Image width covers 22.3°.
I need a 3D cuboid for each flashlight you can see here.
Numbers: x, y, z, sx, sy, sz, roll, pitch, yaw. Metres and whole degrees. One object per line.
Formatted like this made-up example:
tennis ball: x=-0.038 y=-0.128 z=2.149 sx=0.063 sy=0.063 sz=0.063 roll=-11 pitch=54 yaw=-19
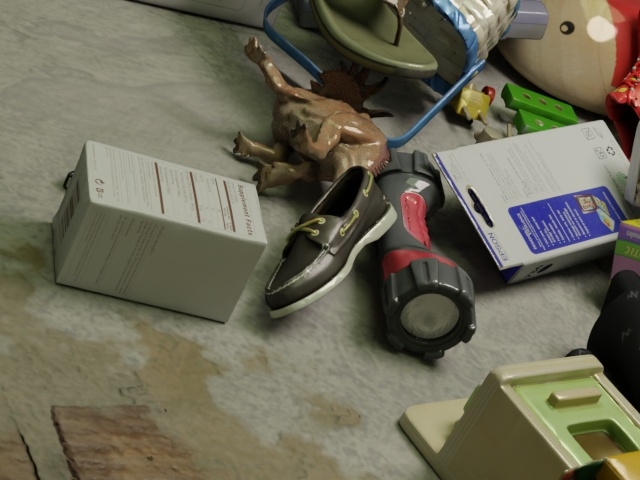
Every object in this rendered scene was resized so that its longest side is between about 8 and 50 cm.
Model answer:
flashlight: x=0.108 y=0.003 z=1.773 sx=0.103 sy=0.103 sz=0.304 roll=45 pitch=22 yaw=-24

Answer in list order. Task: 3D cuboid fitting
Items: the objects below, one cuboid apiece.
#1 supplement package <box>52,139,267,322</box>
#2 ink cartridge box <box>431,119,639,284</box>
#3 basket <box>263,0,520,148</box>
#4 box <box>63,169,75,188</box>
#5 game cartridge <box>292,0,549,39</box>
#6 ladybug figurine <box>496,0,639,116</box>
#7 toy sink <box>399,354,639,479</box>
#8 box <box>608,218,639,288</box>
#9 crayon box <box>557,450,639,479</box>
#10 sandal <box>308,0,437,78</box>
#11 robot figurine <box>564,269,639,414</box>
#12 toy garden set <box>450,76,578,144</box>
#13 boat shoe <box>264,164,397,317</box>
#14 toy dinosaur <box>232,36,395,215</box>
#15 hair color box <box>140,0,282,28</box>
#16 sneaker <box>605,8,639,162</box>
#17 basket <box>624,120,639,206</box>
supplement package: x=-0.156 y=-0.008 z=1.566 sx=0.179 sy=0.105 sz=0.105 roll=15 pitch=32 yaw=-22
ink cartridge box: x=0.264 y=-0.046 z=1.947 sx=0.333 sy=0.065 sz=0.165 roll=-11 pitch=67 yaw=-43
basket: x=0.107 y=-0.279 z=2.082 sx=0.289 sy=0.201 sz=0.255 roll=-37 pitch=76 yaw=-21
box: x=-0.212 y=-0.049 z=1.670 sx=0.083 sy=0.018 sz=0.067 roll=36 pitch=31 yaw=14
game cartridge: x=0.129 y=-0.368 z=2.311 sx=0.355 sy=0.068 sz=0.230 roll=1 pitch=32 yaw=-13
ladybug figurine: x=0.467 y=-0.306 z=2.471 sx=0.449 sy=0.162 sz=0.305 roll=0 pitch=40 yaw=-39
toy sink: x=0.213 y=0.194 z=1.528 sx=0.153 sy=0.131 sz=0.234 roll=-1 pitch=40 yaw=-41
box: x=0.499 y=0.047 z=1.922 sx=0.243 sy=0.117 sz=0.213 roll=-8 pitch=21 yaw=-45
crayon box: x=0.288 y=0.270 z=1.404 sx=0.319 sy=0.202 sz=0.081 roll=-3 pitch=42 yaw=-40
sandal: x=0.044 y=-0.307 z=1.926 sx=0.120 sy=0.086 sz=0.302 roll=-6 pitch=55 yaw=-39
robot figurine: x=0.383 y=0.145 z=1.695 sx=0.173 sy=0.209 sz=0.278 roll=51 pitch=12 yaw=-39
toy garden set: x=0.268 y=-0.125 z=2.150 sx=0.204 sy=0.049 sz=0.244 roll=17 pitch=32 yaw=-21
boat shoe: x=0.000 y=0.000 z=1.668 sx=0.228 sy=0.081 sz=0.068 roll=-47 pitch=115 yaw=-49
toy dinosaur: x=0.017 y=-0.123 z=1.858 sx=0.200 sy=0.127 sz=0.295 roll=4 pitch=36 yaw=-33
hair color box: x=-0.195 y=-0.395 z=2.062 sx=0.347 sy=0.174 sz=0.105 roll=8 pitch=34 yaw=-30
sneaker: x=0.456 y=-0.209 z=2.261 sx=0.118 sy=0.107 sz=0.279 roll=6 pitch=76 yaw=-16
basket: x=0.469 y=-0.081 z=1.955 sx=0.167 sy=0.113 sz=0.103 roll=2 pitch=18 yaw=-19
